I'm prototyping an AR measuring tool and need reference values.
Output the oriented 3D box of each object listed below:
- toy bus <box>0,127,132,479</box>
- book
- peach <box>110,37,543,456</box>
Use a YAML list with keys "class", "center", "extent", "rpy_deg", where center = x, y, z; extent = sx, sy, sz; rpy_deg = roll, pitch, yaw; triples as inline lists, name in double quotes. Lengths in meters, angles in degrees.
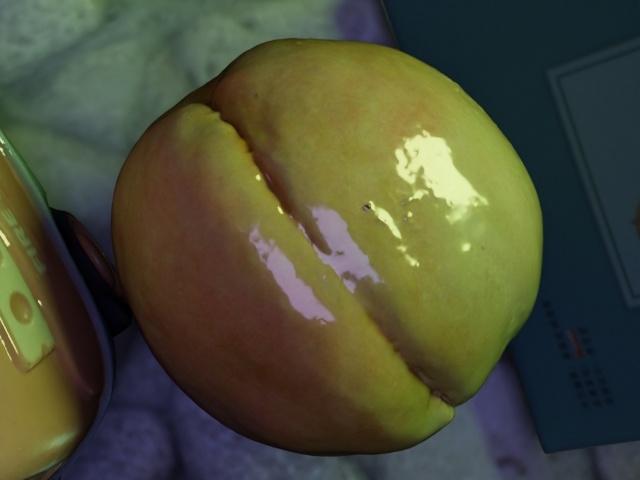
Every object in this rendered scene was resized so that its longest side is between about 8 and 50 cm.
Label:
- class: "toy bus"
  center: [-0.214, 0.011, 0.429]
  extent: [0.194, 0.232, 0.288]
  rpy_deg: [-32, 98, 0]
- class: "book"
  center: [0.220, -0.057, 0.452]
  extent: [0.379, 0.031, 0.264]
  rpy_deg: [-15, 96, 34]
- class: "peach"
  center: [0.000, 0.000, 0.477]
  extent: [0.184, 0.184, 0.184]
  rpy_deg: [0, 94, -5]
